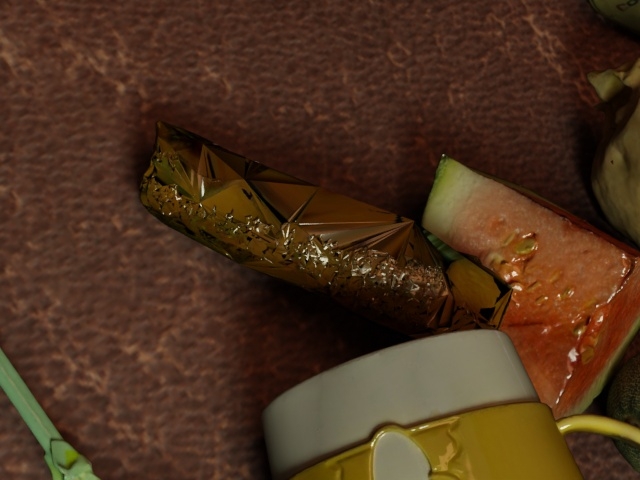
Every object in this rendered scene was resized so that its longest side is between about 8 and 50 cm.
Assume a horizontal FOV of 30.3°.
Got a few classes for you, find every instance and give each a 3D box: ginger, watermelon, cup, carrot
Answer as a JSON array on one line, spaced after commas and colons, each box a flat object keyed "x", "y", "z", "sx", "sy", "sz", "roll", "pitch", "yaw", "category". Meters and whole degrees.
[{"x": 0.292, "y": -0.028, "z": 0.820, "sx": 0.267, "sy": 0.138, "sz": 0.152, "roll": 27, "pitch": 69, "yaw": 2, "category": "ginger"}, {"x": 0.136, "y": 0.049, "z": 0.752, "sx": 0.193, "sy": 0.137, "sz": 0.145, "roll": 23, "pitch": 96, "yaw": -19, "category": "watermelon"}, {"x": 0.093, "y": 0.164, "z": 0.608, "sx": 0.241, "sy": 0.185, "sz": 0.226, "roll": -21, "pitch": 71, "yaw": 5, "category": "cup"}, {"x": 0.000, "y": 0.001, "z": 0.684, "sx": 0.228, "sy": 0.069, "sz": 0.069, "roll": 24, "pitch": 60, "yaw": -2, "category": "carrot"}]

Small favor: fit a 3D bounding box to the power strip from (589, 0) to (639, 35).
[{"x": 0.359, "y": -0.162, "z": 0.954, "sx": 0.387, "sy": 0.092, "sz": 0.066, "roll": 24, "pitch": 58, "yaw": -19, "category": "power strip"}]

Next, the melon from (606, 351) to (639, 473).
[{"x": 0.248, "y": 0.112, "z": 0.780, "sx": 0.130, "sy": 0.098, "sz": 0.098, "roll": -3, "pitch": 72, "yaw": -32, "category": "melon"}]

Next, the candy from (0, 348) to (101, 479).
[{"x": -0.135, "y": 0.116, "z": 0.593, "sx": 0.091, "sy": 0.083, "sz": 0.305, "roll": -35, "pitch": 81, "yaw": -18, "category": "candy"}]
